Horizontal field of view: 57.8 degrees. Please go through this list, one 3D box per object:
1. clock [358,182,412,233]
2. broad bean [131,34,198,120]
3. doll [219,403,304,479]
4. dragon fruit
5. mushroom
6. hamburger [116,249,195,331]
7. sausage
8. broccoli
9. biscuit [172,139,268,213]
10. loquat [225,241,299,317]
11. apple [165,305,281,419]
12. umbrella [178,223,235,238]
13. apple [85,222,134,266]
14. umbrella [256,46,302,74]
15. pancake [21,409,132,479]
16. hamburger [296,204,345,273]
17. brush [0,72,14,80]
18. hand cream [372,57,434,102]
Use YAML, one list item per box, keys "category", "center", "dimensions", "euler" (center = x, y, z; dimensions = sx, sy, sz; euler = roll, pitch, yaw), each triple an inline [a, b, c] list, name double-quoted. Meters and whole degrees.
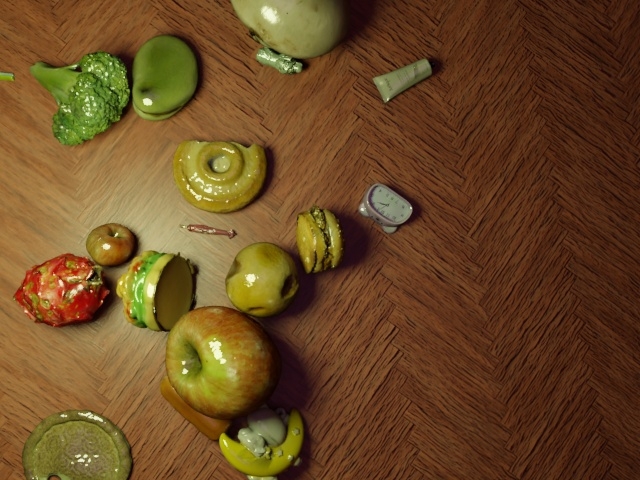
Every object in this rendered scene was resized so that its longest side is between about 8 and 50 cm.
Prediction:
- category: "clock"
  center: [0.192, -0.095, 1.717]
  dimensions: [0.153, 0.050, 0.110]
  euler: [35, 84, 0]
- category: "broad bean"
  center: [-0.451, -0.474, 1.672]
  dimensions: [0.189, 0.121, 0.262]
  euler: [14, 82, -6]
- category: "doll"
  center: [-0.152, 0.540, 1.606]
  dimensions: [0.252, 0.111, 0.237]
  euler: [45, 63, -1]
- category: "dragon fruit"
  center: [-0.670, 0.130, 1.549]
  dimensions: [0.268, 0.205, 0.210]
  euler: [-22, 120, 26]
- category: "mushroom"
  center: [-0.095, -0.667, 1.659]
  dimensions: [0.363, 0.294, 0.362]
  euler: [16, 54, -24]
- category: "hamburger"
  center: [-0.456, 0.134, 1.571]
  dimensions: [0.149, 0.237, 0.236]
  euler: [7, 84, 15]
- category: "sausage"
  center: [-0.343, 0.455, 1.610]
  dimensions: [0.238, 0.098, 0.098]
  euler: [42, 83, 2]
- category: "broccoli"
  center: [-0.670, -0.393, 1.647]
  dimensions: [0.302, 0.186, 0.253]
  euler: [0, 87, 39]
- category: "biscuit"
  center: [-0.288, -0.185, 1.672]
  dimensions: [0.275, 0.091, 0.213]
  euler: [-2, 83, -6]
- category: "loquat"
  center: [-0.165, 0.108, 1.599]
  dimensions: [0.213, 0.213, 0.212]
  euler: [0, 85, -4]
- category: "apple"
  center: [-0.249, 0.318, 1.536]
  dimensions: [0.277, 0.250, 0.309]
  euler: [-42, 67, 28]
- category: "umbrella"
  center: [-0.330, -0.030, 1.689]
  dimensions: [0.165, 0.025, 0.027]
  euler: [8, 62, -5]
- category: "apple"
  center: [-0.585, 0.014, 1.620]
  dimensions: [0.126, 0.126, 0.102]
  euler: [33, 124, -1]
- category: "umbrella"
  center: [-0.121, -0.535, 1.730]
  dimensions: [0.144, 0.067, 0.062]
  euler: [21, 48, 5]
- category: "pancake"
  center: [-0.677, 0.608, 1.603]
  dimensions: [0.286, 0.033, 0.288]
  euler: [-31, 88, -7]
- category: "hamburger"
  center: [-0.001, -0.009, 1.637]
  dimensions: [0.118, 0.182, 0.190]
  euler: [-12, 78, -21]
- category: "brush"
  center: [-0.937, -0.477, 1.688]
  dimensions: [0.084, 0.019, 0.021]
  euler: [-2, 75, -5]
- category: "hand cream"
  center: [0.260, -0.496, 1.762]
  dimensions: [0.186, 0.054, 0.087]
  euler: [-26, 83, 1]
